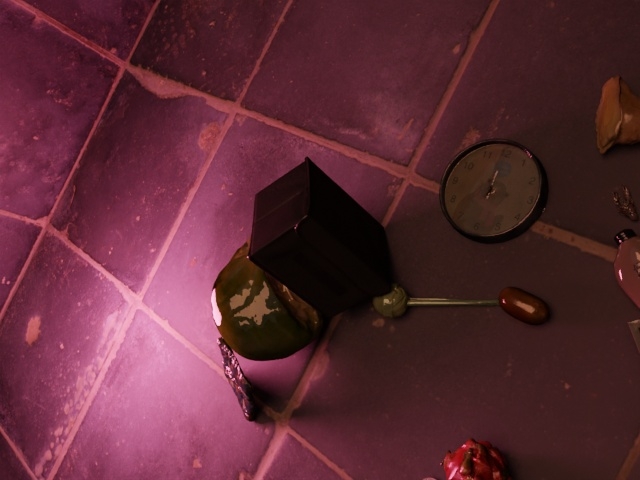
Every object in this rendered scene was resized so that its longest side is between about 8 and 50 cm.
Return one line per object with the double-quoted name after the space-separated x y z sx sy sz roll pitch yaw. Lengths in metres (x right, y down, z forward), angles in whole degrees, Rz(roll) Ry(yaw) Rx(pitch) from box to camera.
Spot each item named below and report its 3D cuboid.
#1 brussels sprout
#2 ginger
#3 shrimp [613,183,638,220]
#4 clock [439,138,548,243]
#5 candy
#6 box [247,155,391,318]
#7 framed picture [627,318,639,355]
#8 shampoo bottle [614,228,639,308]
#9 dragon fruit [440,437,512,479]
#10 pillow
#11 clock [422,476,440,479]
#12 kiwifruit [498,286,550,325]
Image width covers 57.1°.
-0.162 0.161 1.693 0.314 0.276 0.371 -17 65 25 "brussels sprout"
0.719 -0.306 1.371 0.122 0.115 0.193 3 68 13 "ginger"
0.695 -0.084 1.347 0.038 0.029 0.092 -25 57 35 "shrimp"
0.440 -0.132 1.517 0.280 0.055 0.281 -11 70 31 "clock"
0.296 0.157 1.522 0.335 0.093 0.092 -3 117 25 "candy"
0.001 0.000 1.558 0.204 0.345 0.251 -31 37 26 "box"
0.760 0.259 1.147 0.216 0.016 0.274 -21 84 27 "framed picture"
0.710 0.087 1.246 0.127 0.078 0.257 -37 59 25 "shampoo bottle"
0.341 0.529 1.297 0.160 0.172 0.167 14 84 36 "dragon fruit"
-0.241 0.408 1.715 0.034 0.256 0.189 -25 58 -22 "pillow"
0.250 0.631 1.407 0.129 0.041 0.087 -44 52 9 "clock"
0.477 0.154 1.386 0.124 0.075 0.075 33 94 32 "kiwifruit"
